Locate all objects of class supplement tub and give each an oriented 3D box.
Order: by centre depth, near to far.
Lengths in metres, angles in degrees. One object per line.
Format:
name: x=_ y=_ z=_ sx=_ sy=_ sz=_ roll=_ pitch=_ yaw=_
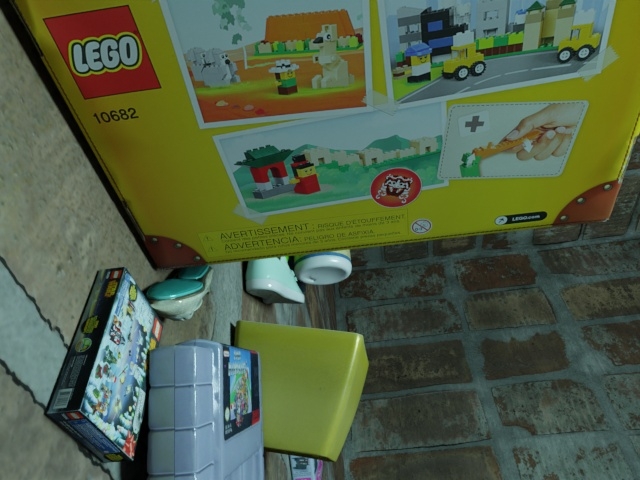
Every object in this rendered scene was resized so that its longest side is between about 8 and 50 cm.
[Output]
supplement tub: x=0.000 y=0.000 z=1.292 sx=0.144 sy=0.145 sz=0.199 roll=73 pitch=10 yaw=-62

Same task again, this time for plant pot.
plant pot: x=-0.039 y=0.267 z=0.861 sx=0.212 sy=0.213 sz=0.187 roll=74 pitch=24 yaw=-62

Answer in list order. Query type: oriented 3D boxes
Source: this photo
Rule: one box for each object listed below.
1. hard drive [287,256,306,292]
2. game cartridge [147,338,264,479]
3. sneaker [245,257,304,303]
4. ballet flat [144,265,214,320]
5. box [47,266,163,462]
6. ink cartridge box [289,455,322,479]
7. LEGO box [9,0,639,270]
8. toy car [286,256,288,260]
hard drive: x=-0.084 y=0.043 z=1.400 sx=0.254 sy=0.054 sz=0.171 roll=74 pitch=10 yaw=-61
game cartridge: x=-0.115 y=0.241 z=0.599 sx=0.355 sy=0.068 sz=0.229 roll=78 pitch=12 yaw=-75
sneaker: x=-0.088 y=0.054 z=1.070 sx=0.256 sy=0.094 sz=0.150 roll=60 pitch=29 yaw=-71
ballet flat: x=-0.155 y=0.066 z=0.579 sx=0.168 sy=0.057 sz=0.052 roll=-69 pitch=162 yaw=-79
box: x=-0.175 y=0.104 z=0.430 sx=0.093 sy=0.027 sz=0.136 roll=79 pitch=6 yaw=-46
ink cartridge box: x=-0.044 y=0.459 z=1.253 sx=0.186 sy=0.065 sz=0.310 roll=-50 pitch=131 yaw=-84
LEGO box: x=0.030 y=-0.183 z=0.479 sx=0.193 sy=0.501 sz=0.372 roll=-91 pitch=173 yaw=-45
toy car: x=-0.117 y=-0.051 z=1.185 sx=0.239 sy=0.053 sz=0.224 roll=-81 pitch=164 yaw=-70
